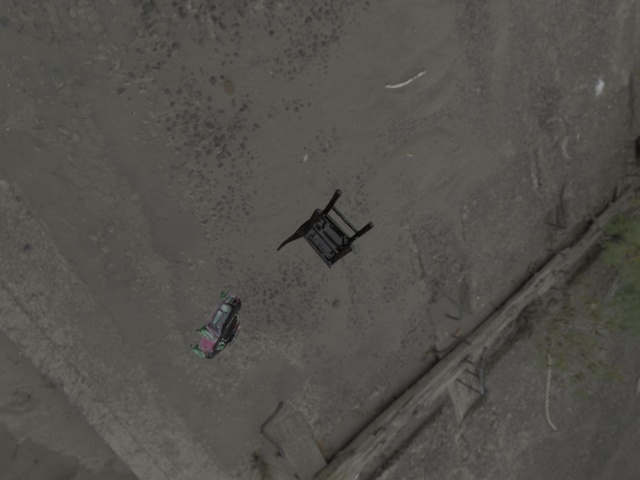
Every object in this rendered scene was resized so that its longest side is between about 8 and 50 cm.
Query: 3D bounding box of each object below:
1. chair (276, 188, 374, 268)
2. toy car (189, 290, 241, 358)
[{"bbox_3d":[0.000,0.000,0.797,0.101,0.212,0.084,46,55,-1],"label":"chair"},{"bbox_3d":[-0.147,0.130,0.591,0.055,0.142,0.069,30,52,-2],"label":"toy car"}]
